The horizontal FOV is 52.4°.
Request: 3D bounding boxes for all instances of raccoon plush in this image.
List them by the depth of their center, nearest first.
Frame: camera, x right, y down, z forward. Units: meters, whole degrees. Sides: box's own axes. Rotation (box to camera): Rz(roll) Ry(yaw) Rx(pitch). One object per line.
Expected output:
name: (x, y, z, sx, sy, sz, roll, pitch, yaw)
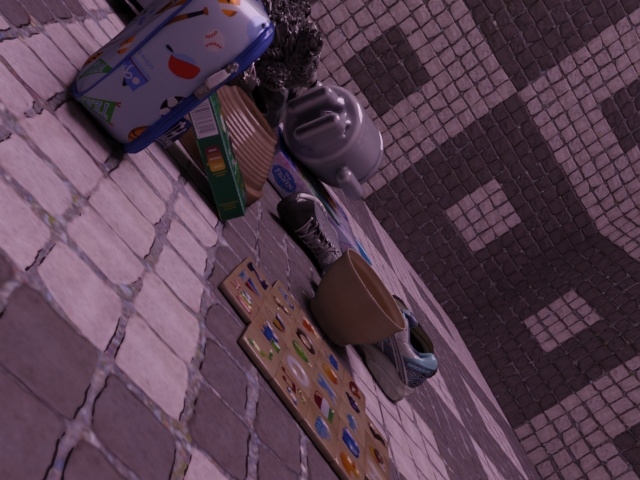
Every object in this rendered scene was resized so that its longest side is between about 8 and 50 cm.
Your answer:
raccoon plush: (-0.185, -0.486, 1.407, 0.446, 0.216, 0.299, 24, 21, -21)

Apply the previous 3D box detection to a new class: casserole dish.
casserole dish: (0.094, 0.031, 1.836, 0.114, 0.037, 0.188, 57, 8, 12)

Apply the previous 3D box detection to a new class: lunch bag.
lunch bag: (-0.165, -0.236, 0.787, 0.115, 0.243, 0.303, 50, 10, -29)

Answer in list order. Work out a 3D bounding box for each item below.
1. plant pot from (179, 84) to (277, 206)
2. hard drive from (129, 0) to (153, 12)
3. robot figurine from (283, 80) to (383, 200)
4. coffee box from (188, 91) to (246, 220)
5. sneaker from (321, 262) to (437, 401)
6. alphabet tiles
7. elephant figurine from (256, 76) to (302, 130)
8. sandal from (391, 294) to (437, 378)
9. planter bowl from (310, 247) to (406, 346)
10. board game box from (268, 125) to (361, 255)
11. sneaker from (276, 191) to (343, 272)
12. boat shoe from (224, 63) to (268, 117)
plant pot: (-0.151, -0.184, 1.104, 0.237, 0.109, 0.237, 52, 10, -13)
hard drive: (-0.300, -0.425, 1.222, 0.255, 0.054, 0.172, 46, -1, -10)
robot figurine: (0.038, -0.245, 1.591, 0.353, 0.199, 0.300, 31, 44, -67)
coffee box: (-0.149, -0.131, 0.938, 0.113, 0.040, 0.184, -106, -179, -65)
sneaker: (0.109, 0.149, 1.202, 0.283, 0.122, 0.110, 55, 9, -1)
alphabet tiles: (-0.010, 0.175, 0.849, 0.343, 0.011, 0.285, 54, 9, -6)
elephant figurine: (-0.180, -0.425, 1.746, 0.239, 0.186, 0.169, 31, -31, 8)
sandal: (0.203, 0.244, 1.510, 0.120, 0.086, 0.303, 56, -8, 45)
planter bowl: (0.052, 0.109, 1.085, 0.162, 0.109, 0.162, 51, 13, -16)
board game box: (-0.030, -0.115, 1.620, 0.318, 0.065, 0.319, 52, 9, -20)
sneaker: (0.000, 0.000, 1.309, 0.228, 0.086, 0.132, 44, 17, -55)
boat shoe: (-0.156, -0.324, 1.296, 0.335, 0.095, 0.112, 106, -22, -79)
